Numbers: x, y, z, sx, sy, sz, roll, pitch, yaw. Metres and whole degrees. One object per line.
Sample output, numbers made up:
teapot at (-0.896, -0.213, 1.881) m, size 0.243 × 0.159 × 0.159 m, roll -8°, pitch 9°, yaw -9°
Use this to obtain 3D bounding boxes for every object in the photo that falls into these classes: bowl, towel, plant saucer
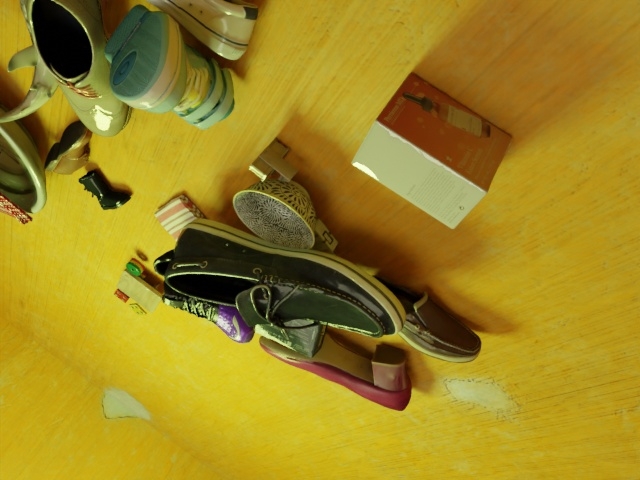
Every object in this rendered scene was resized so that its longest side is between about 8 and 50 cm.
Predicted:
bowl at (-0.069, -0.062, 1.027) m, size 0.170 × 0.080 × 0.170 m, roll 23°, pitch 152°, yaw 13°
towel at (-0.858, -0.138, 1.351) m, size 0.199 × 0.031 × 0.274 m, roll 19°, pitch 157°, yaw 23°
towel at (-0.293, -0.014, 1.303) m, size 0.144 × 0.029 × 0.197 m, roll -20°, pitch 115°, yaw 47°
plant saucer at (-0.821, -0.246, 1.376) m, size 0.401 × 0.100 × 0.400 m, roll 20°, pitch 141°, yaw 17°

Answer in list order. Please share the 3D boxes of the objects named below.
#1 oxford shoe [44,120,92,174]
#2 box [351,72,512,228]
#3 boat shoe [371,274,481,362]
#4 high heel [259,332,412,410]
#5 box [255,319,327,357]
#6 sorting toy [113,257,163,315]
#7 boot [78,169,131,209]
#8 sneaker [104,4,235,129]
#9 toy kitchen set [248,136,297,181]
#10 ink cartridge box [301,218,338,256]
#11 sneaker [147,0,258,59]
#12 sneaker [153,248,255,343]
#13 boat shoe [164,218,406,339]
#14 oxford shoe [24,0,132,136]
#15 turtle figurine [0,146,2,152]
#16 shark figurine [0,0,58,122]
oxford shoe at (-0.558, -0.208, 1.266) m, size 0.076 × 0.076 × 0.212 m, roll 21°, pitch 151°, yaw -36°
box at (0.153, -0.124, 0.762) m, size 0.171 × 0.130 × 0.091 m, roll 33°, pitch 144°, yaw 1°
boat shoe at (0.190, 0.146, 1.066) m, size 0.258 × 0.095 × 0.095 m, roll 23°, pitch 136°, yaw 15°
high heel at (0.029, 0.317, 1.333) m, size 0.378 × 0.127 × 0.181 m, roll 10°, pitch 126°, yaw 24°
box at (-0.090, 0.131, 1.228) m, size 0.233 × 0.059 × 0.183 m, roll 20°, pitch 116°, yaw 17°
sorting toy at (-0.522, 0.140, 1.623) m, size 0.132 × 0.046 × 0.274 m, roll 39°, pitch 142°, yaw -7°
boot at (-0.523, -0.124, 1.338) m, size 0.121 × 0.045 × 0.099 m, roll -5°, pitch 126°, yaw 41°
sneaker at (-0.196, -0.230, 0.821) m, size 0.127 × 0.319 × 0.208 m, roll -47°, pitch 128°, yaw 11°
toy kitchen set at (-0.085, -0.119, 0.981) m, size 0.068 × 0.083 × 0.075 m, roll 38°, pitch 143°, yaw -4°
ink cartridge box at (0.000, 0.000, 1.095) m, size 0.048 × 0.028 × 0.083 m, roll -15°, pitch 122°, yaw 45°
sneaker at (-0.197, -0.374, 0.799) m, size 0.258 × 0.094 × 0.091 m, roll 36°, pitch 119°, yaw -3°
sneaker at (-0.265, 0.126, 1.200) m, size 0.293 × 0.146 × 0.102 m, roll 44°, pitch 128°, yaw 29°
boat shoe at (-0.084, 0.098, 1.058) m, size 0.501 × 0.156 × 0.186 m, roll 17°, pitch 148°, yaw 21°
oxford shoe at (-0.415, -0.295, 0.939) m, size 0.141 × 0.146 × 0.397 m, roll 2°, pitch 149°, yaw -3°
turtle figurine at (-0.804, -0.257, 1.175) m, size 0.175 × 0.118 × 0.234 m, roll 28°, pitch 162°, yaw 35°
shark figurine at (-0.554, -0.319, 1.076) m, size 0.166 × 0.278 × 0.116 m, roll 25°, pitch -165°, yaw -37°
